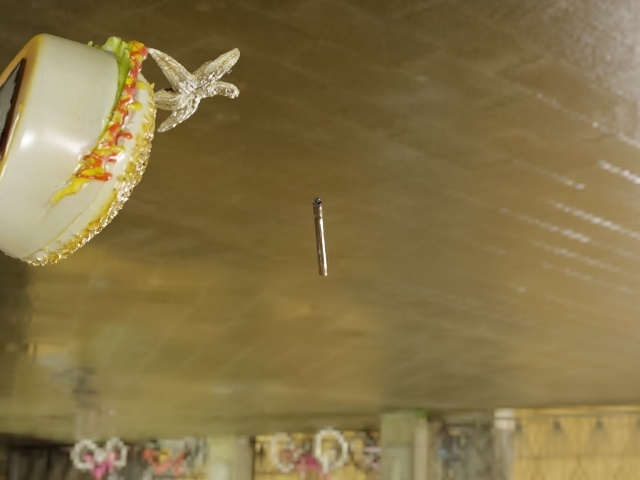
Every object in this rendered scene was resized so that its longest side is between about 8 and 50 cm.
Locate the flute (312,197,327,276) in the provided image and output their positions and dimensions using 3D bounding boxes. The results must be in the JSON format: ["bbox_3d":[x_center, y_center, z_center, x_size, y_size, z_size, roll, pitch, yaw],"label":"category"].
[{"bbox_3d":[0.000,0.000,1.545,0.014,0.014,0.269,1,161,2],"label":"flute"}]

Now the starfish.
[{"bbox_3d":[-0.259,-0.296,2.364,0.236,0.062,0.277,-39,155,20],"label":"starfish"}]

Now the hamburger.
[{"bbox_3d":[-0.312,-0.107,1.451,0.179,0.276,0.294,27,136,-28],"label":"hamburger"}]
